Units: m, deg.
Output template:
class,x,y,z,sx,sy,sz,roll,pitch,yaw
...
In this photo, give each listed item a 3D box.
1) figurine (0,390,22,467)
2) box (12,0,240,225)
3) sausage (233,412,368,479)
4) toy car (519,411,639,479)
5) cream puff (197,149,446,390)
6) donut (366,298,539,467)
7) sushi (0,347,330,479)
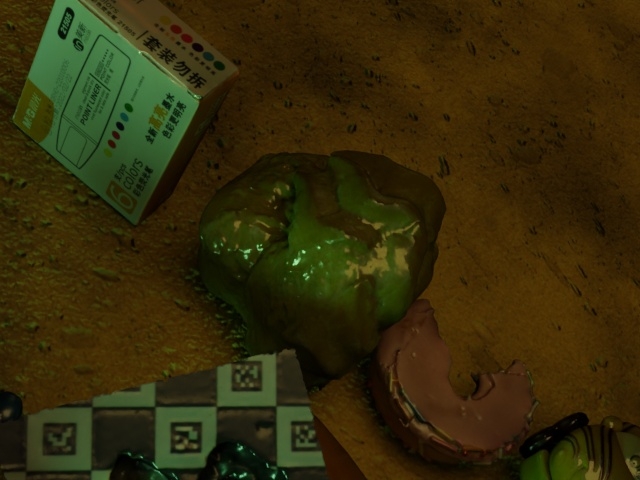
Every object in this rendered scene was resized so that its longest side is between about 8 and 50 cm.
class,x,y,z,sx,sy,sz,roll,pitch,yaw
figurine,-0.422,0.231,1.192,0.283,0.204,0.338,38,34,9
box,-0.240,-0.172,1.491,0.221,0.274,0.091,39,50,4
sausage,-0.013,0.292,1.379,0.136,0.120,0.241,-36,79,-35
toy car,0.370,0.303,1.560,0.248,0.142,0.200,-12,67,-54
cream puff,0.000,0.002,1.504,0.270,0.274,0.323,41,45,-7
donut,0.159,0.197,1.574,0.233,0.085,0.199,35,46,-3
sushi,-0.138,0.306,1.269,0.320,0.069,0.339,-15,86,-17
